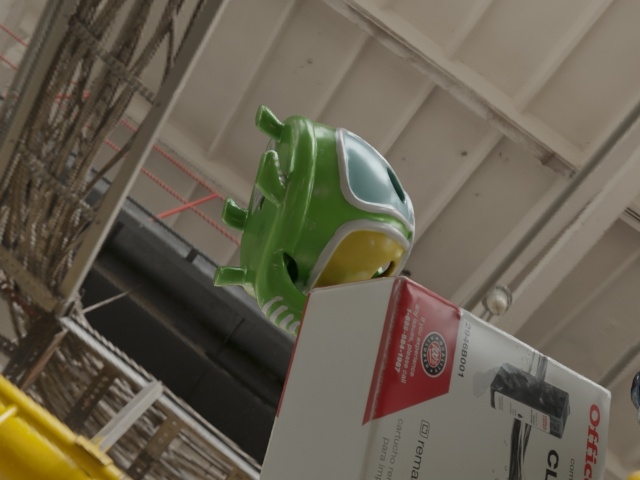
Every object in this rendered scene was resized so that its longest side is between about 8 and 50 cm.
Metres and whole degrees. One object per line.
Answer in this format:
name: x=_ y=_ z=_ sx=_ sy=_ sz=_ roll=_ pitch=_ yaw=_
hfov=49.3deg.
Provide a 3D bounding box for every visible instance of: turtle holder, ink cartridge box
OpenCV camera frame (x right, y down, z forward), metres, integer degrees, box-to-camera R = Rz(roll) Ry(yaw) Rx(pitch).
turtle holder: x=0.005 y=-0.019 z=0.895 sx=0.227 sy=0.320 sz=0.243 roll=15 pitch=-76 yaw=-17
ink cartridge box: x=0.102 y=0.172 z=0.549 sx=0.272 sy=0.197 sz=0.114 roll=29 pitch=-26 yaw=-32

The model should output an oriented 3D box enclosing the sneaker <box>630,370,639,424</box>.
sneaker: x=0.196 y=0.102 z=0.383 sx=0.058 sy=0.135 sz=0.052 roll=19 pitch=-41 yaw=26
